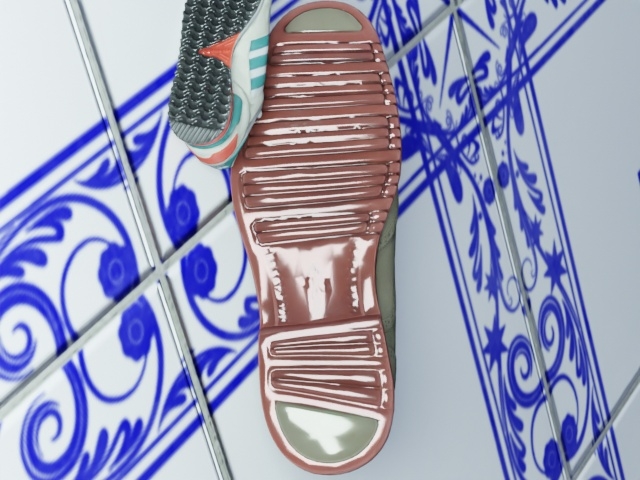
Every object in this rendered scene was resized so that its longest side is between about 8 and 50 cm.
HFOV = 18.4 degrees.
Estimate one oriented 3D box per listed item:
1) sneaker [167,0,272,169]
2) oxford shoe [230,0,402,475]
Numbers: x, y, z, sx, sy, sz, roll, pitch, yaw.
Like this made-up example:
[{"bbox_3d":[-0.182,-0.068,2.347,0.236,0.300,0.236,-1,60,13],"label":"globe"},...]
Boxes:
[{"bbox_3d":[-0.065,-0.125,1.398,0.075,0.057,0.161,64,35,-62],"label":"sneaker"},{"bbox_3d":[0.000,0.000,1.465,0.130,0.123,0.348,59,33,-80],"label":"oxford shoe"}]
